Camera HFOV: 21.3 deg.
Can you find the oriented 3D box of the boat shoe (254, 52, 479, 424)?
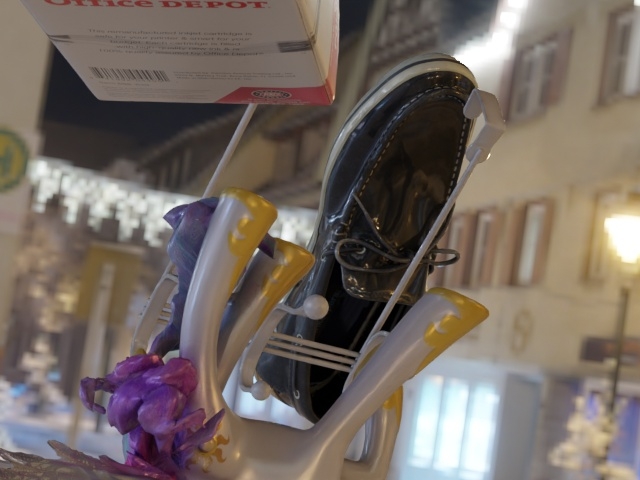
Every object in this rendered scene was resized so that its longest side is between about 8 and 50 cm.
[{"bbox_3d":[0.071,0.011,2.057,0.186,0.500,0.156,11,25,-34],"label":"boat shoe"}]

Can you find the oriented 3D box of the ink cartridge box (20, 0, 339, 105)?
[{"bbox_3d":[-0.077,-0.151,0.977,0.158,0.092,0.218,2,-11,6],"label":"ink cartridge box"}]

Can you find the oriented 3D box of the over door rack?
[{"bbox_3d":[0.000,0.000,1.464,0.239,0.324,0.108,16,18,-24],"label":"over door rack"}]

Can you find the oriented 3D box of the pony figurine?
[{"bbox_3d":[-0.084,0.157,1.224,0.351,0.363,0.303,26,-15,-16],"label":"pony figurine"}]
